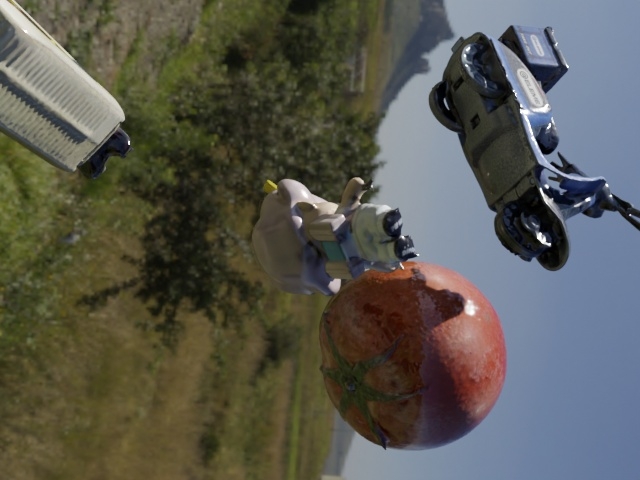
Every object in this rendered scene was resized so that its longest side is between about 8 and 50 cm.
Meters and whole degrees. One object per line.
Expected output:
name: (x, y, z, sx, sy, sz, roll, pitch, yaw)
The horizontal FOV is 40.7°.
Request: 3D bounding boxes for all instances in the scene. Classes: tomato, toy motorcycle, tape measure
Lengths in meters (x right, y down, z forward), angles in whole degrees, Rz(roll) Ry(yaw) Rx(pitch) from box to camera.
tomato: (0.131, 0.153, 1.196, 0.265, 0.265, 0.264, 5, 90, -89)
toy motorcycle: (0.275, -0.125, 1.118, 0.125, 0.213, 0.358, -50, -132, 52)
tape measure: (-0.356, -0.195, 0.948, 0.133, 0.231, 0.271, -47, 158, 0)

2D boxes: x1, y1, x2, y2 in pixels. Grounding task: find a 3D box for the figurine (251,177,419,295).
figurine: (0.000, 0.000, 0.905, 0.112, 0.229, 0.137, -47, 120, -34)
